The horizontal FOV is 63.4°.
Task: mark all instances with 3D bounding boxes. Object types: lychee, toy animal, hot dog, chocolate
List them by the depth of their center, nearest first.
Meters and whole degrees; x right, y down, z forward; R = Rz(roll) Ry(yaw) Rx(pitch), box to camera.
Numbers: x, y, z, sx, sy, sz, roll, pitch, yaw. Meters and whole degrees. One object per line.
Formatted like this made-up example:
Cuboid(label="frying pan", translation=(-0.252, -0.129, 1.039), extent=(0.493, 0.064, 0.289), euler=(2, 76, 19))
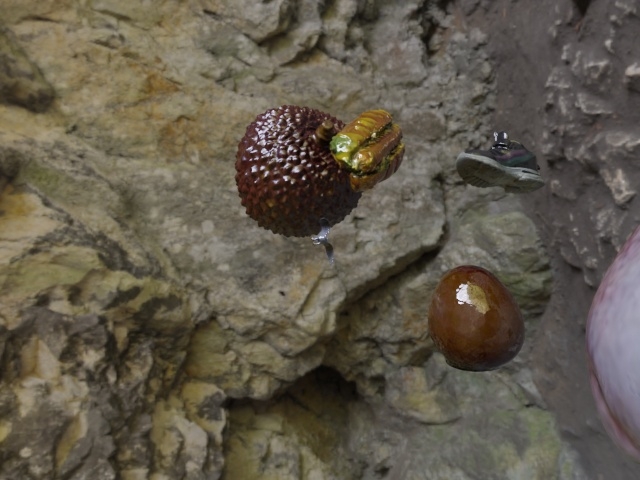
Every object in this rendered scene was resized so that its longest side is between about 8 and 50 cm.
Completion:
Cuboid(label="chocolate", translation=(0.252, 0.121, 0.841), extent=(0.177, 0.176, 0.177), euler=(-7, -90, -83))
Cuboid(label="hot dog", translation=(0.086, -0.153, 0.862), extent=(0.115, 0.072, 0.269), euler=(60, -153, -15))
Cuboid(label="toy animal", translation=(0.000, 0.000, 0.881), extent=(0.028, 0.050, 0.084), euler=(-27, -65, -51))
Cuboid(label="lychee", translation=(-0.039, -0.134, 1.044), extent=(0.304, 0.275, 0.276), euler=(133, 141, -54))

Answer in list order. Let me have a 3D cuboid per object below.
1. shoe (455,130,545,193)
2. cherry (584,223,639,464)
Cuboid(label="shoe", translation=(0.316, -0.145, 0.910), extent=(0.071, 0.168, 0.100), euler=(140, 140, -66))
Cuboid(label="cherry", translation=(0.419, 0.076, 0.457), extent=(0.291, 0.334, 0.326), euler=(53, 171, -9))
